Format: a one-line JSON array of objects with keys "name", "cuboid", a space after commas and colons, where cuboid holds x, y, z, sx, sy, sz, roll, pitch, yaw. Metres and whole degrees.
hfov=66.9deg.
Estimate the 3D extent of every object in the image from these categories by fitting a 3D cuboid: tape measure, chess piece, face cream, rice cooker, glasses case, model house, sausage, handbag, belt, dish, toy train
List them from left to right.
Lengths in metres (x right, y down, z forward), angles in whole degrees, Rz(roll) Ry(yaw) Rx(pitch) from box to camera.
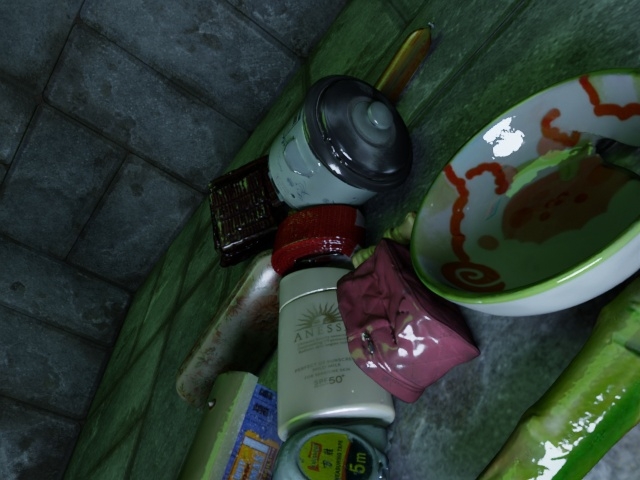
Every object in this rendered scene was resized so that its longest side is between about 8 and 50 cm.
[{"name": "glasses case", "cuboid": [-0.177, 0.210, 1.118, 0.425, 0.156, 0.098, -55, 25, 8]}, {"name": "toy train", "cuboid": [-0.119, 0.365, 0.756, 0.131, 0.202, 0.300, -25, 39, 49]}, {"name": "model house", "cuboid": [-0.193, -0.066, 1.483, 0.317, 0.297, 0.282, -24, 30, -13]}, {"name": "belt", "cuboid": [0.000, 0.000, 1.007, 0.201, 0.128, 0.124, -11, 43, 17]}, {"name": "face cream", "cuboid": [0.012, 0.168, 0.824, 0.173, 0.081, 0.348, -12, 34, 4]}, {"name": "tape measure", "cuboid": [0.014, 0.322, 0.516, 0.330, 0.164, 0.084, -71, -20, -70]}, {"name": "rice cooker", "cuboid": [0.041, -0.192, 1.029, 0.316, 0.316, 0.264, -31, 78, 48]}, {"name": "sausage", "cuboid": [0.179, -0.403, 1.247, 0.371, 0.082, 0.082, -55, 23, 7]}, {"name": "chess piece", "cuboid": [0.133, 0.002, 0.878, 0.172, 0.060, 0.060, -41, 29, 31]}, {"name": "handbag", "cuboid": [0.110, 0.105, 0.683, 0.135, 0.146, 0.225, -45, 26, 17]}, {"name": "dish", "cuboid": [0.270, -0.035, 0.568, 0.324, 0.124, 0.324, -40, 26, 24]}]

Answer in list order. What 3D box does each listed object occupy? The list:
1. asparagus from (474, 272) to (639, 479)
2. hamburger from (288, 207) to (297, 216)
[{"name": "asparagus", "cuboid": [0.221, 0.179, 0.445, 0.343, 0.085, 0.082, -55, 10, 4]}, {"name": "hamburger", "cuboid": [-0.035, -0.093, 1.294, 0.126, 0.081, 0.141, -61, 22, -5]}]
